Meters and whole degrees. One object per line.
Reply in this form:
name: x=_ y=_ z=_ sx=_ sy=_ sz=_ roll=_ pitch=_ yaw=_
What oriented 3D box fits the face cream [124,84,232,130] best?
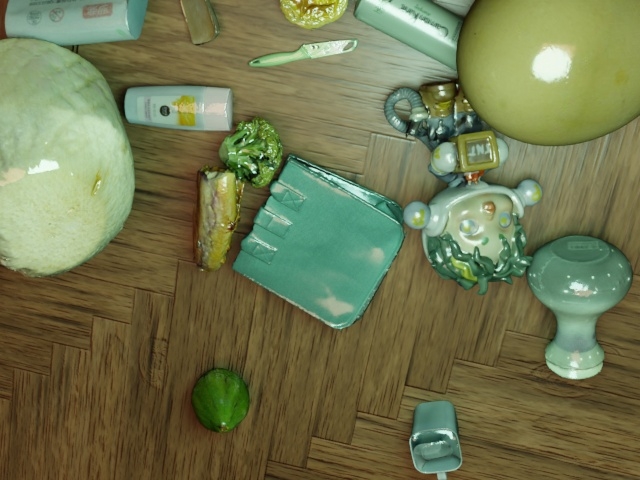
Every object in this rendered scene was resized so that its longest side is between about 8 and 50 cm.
face cream: x=-0.263 y=-0.248 z=1.560 sx=0.198 sy=0.057 sz=0.084 roll=3 pitch=109 yaw=8

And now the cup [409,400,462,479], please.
cup: x=0.234 y=0.404 z=1.664 sx=0.095 sy=0.129 sz=0.128 roll=-10 pitch=106 yaw=12

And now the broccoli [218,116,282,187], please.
broccoli: x=-0.128 y=-0.162 z=1.535 sx=0.131 sy=0.120 sz=0.130 roll=55 pitch=132 yaw=28

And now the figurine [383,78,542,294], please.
figurine: x=0.266 y=-0.093 z=1.474 sx=0.261 sy=0.186 sz=0.382 roll=-9 pitch=101 yaw=0

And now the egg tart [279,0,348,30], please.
egg tart: x=-0.012 y=-0.434 z=1.466 sx=0.130 sy=0.052 sz=0.130 roll=2 pitch=107 yaw=6

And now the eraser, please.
eraser: x=-0.428 y=-0.424 z=1.480 sx=0.227 sy=0.174 sz=0.081 roll=-3 pitch=149 yaw=10

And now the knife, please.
knife: x=-0.033 y=-0.343 z=1.520 sx=0.207 sy=0.014 sz=0.030 roll=-8 pitch=107 yaw=9

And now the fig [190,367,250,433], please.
fig: x=-0.207 y=0.338 z=1.693 sx=0.123 sy=0.156 sz=0.123 roll=1 pitch=111 yaw=2

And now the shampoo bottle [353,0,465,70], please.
shampoo bottle: x=0.144 y=-0.385 z=1.428 sx=0.262 sy=0.085 sz=0.085 roll=26 pitch=110 yaw=-7

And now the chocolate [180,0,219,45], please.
chocolate: x=-0.217 y=-0.410 z=1.515 sx=0.064 sy=0.031 sz=0.101 roll=-13 pitch=102 yaw=31

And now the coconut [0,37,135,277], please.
coconut: x=-0.514 y=-0.148 z=1.475 sx=0.344 sy=0.415 sz=0.415 roll=-15 pitch=108 yaw=-19

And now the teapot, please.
teapot: x=0.469 y=0.123 z=1.527 sx=0.183 sy=0.183 sz=0.251 roll=-1 pitch=120 yaw=9

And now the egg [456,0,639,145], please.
egg: x=0.391 y=-0.304 z=1.312 sx=0.374 sy=0.301 sz=0.301 roll=-20 pitch=109 yaw=-28

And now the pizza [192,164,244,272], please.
pizza: x=-0.191 y=-0.041 z=1.552 sx=0.085 sy=0.161 sz=0.305 roll=-1 pitch=150 yaw=-14

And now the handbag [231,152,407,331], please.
handbag: x=0.003 y=-0.001 z=1.587 sx=0.274 sy=0.100 sz=0.269 roll=26 pitch=113 yaw=0
